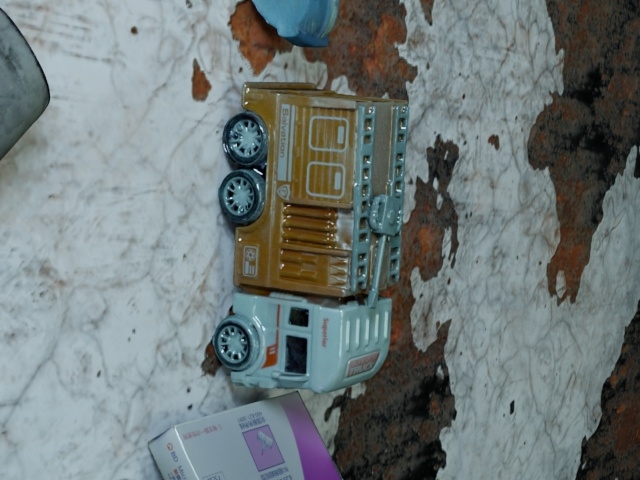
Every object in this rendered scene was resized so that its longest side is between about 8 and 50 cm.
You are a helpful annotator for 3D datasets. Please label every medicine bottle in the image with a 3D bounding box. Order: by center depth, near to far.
[{"bbox_3d":[-0.058,0.245,1.271,0.201,0.052,0.171,-6,63,-54],"label":"medicine bottle"}]

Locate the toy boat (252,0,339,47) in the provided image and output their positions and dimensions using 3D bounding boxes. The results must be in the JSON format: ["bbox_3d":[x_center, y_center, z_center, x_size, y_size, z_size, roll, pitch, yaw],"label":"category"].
[{"bbox_3d":[-0.018,-0.290,1.258,0.102,0.088,0.215,-40,127,-50],"label":"toy boat"}]

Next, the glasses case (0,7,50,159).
[{"bbox_3d":[-0.306,-0.039,0.905,0.299,0.060,0.114,-57,139,-32],"label":"glasses case"}]

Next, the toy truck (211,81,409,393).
[{"bbox_3d":[0.000,0.000,1.279,0.136,0.162,0.305,-9,104,-56],"label":"toy truck"}]
